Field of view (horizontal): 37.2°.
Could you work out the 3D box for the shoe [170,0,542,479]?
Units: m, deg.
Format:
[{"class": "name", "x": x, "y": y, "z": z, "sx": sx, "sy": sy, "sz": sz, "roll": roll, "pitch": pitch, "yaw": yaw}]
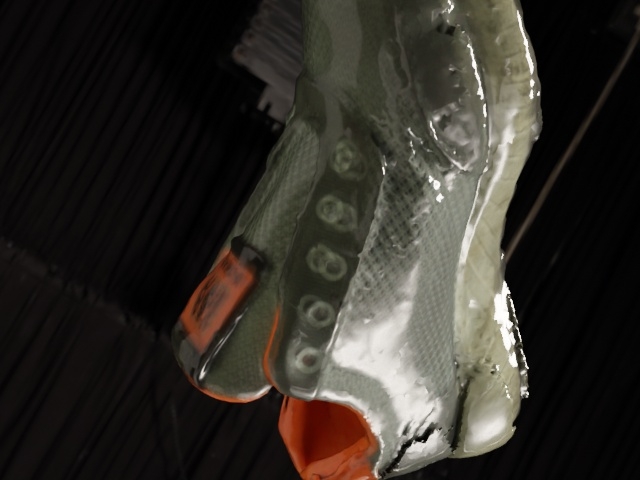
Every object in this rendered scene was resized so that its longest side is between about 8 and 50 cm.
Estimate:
[{"class": "shoe", "x": 0.000, "y": 0.000, "z": 0.457, "sx": 0.132, "sy": 0.171, "sz": 0.337, "roll": 40, "pitch": -32, "yaw": 47}]
